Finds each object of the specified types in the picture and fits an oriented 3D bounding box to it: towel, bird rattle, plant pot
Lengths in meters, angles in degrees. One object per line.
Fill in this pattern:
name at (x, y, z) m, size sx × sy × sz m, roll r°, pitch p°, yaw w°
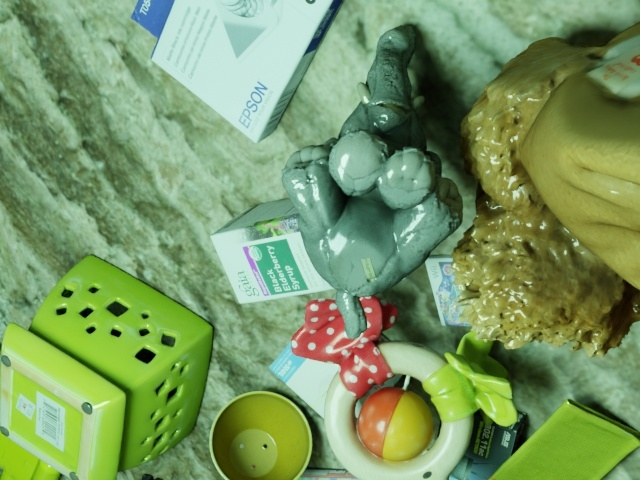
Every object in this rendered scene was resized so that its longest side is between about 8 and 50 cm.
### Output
towel at (0.254, 0.275, 1.158) m, size 0.102 × 0.021 × 0.237 m, roll 25°, pitch 126°, yaw -10°
bird rattle at (0.082, 0.168, 1.101) m, size 0.253 × 0.143 × 0.207 m, roll 16°, pitch 92°, yaw 2°
plant pot at (-0.085, 0.279, 1.361) m, size 0.134 × 0.134 × 0.095 m, roll 40°, pitch 157°, yaw 7°
plant pot at (-0.306, 0.193, 1.391) m, size 0.227 × 0.207 × 0.228 m, roll 28°, pitch 128°, yaw 17°

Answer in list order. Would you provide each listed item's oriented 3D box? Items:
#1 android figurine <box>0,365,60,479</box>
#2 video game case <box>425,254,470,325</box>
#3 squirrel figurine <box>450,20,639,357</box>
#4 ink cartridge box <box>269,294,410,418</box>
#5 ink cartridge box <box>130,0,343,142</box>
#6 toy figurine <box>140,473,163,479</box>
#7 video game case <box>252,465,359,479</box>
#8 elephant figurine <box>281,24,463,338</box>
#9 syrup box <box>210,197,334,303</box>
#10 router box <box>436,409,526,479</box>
android figurine at (-0.527, 0.315, 1.711) m, size 0.248 × 0.056 × 0.273 m, roll 40°, pitch 133°, yaw 7°
video game case at (0.180, 0.056, 1.118) m, size 0.122 × 0.011 × 0.087 m, roll -2°, pitch 115°, yaw 34°
squirrel figurine at (0.306, 0.005, 0.883) m, size 0.397 × 0.281 × 0.370 m, roll 4°, pitch 130°, yaw 48°
ink cartridge box at (0.031, 0.157, 1.222) m, size 0.143 × 0.092 × 0.090 m, roll 43°, pitch 132°, yaw 5°
ink cartridge box at (-0.104, -0.254, 1.098) m, size 0.224 × 0.045 × 0.223 m, roll 39°, pitch 131°, yaw 8°
toy figurine at (-0.289, 0.500, 1.599) m, size 0.209 × 0.148 × 0.213 m, roll 50°, pitch 132°, yaw -2°
video game case at (0.034, 0.405, 1.413) m, size 0.285 × 0.025 × 0.204 m, roll -8°, pitch 112°, yaw 36°
elephant figurine at (0.055, -0.067, 0.971) m, size 0.186 × 0.239 × 0.169 m, roll -34°, pitch 109°, yaw 19°
syrup box at (0.000, 0.000, 1.147) m, size 0.237 × 0.096 × 0.093 m, roll -11°, pitch 109°, yaw 36°
router box at (0.186, 0.242, 1.206) m, size 0.092 × 0.038 × 0.122 m, roll 20°, pitch 126°, yaw 21°
